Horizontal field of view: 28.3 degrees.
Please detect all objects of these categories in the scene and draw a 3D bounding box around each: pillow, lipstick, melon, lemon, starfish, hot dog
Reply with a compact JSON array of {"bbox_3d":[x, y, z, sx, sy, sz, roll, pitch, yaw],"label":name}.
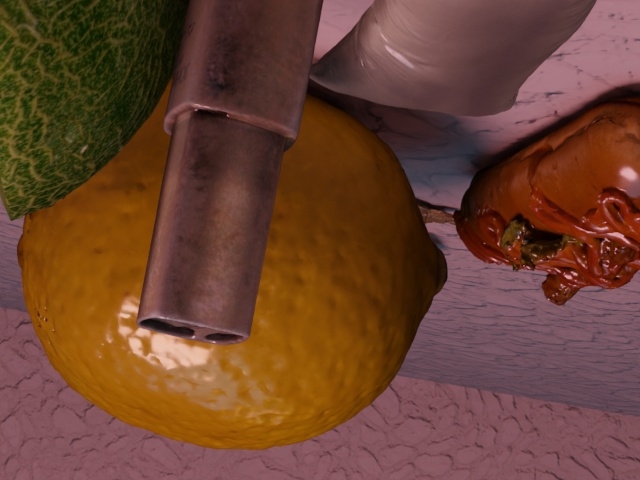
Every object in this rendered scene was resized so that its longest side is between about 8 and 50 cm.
[{"bbox_3d":[0.080,-0.133,0.719,0.144,0.078,0.254,0,165,-10],"label":"pillow"},{"bbox_3d":[-0.054,-0.068,0.752,0.077,0.253,0.079,15,165,-17],"label":"lipstick"},{"bbox_3d":[-0.161,-0.150,0.711,0.124,0.196,0.323,30,162,11],"label":"melon"},{"bbox_3d":[-0.077,0.017,1.045,0.336,0.336,0.336,10,167,2],"label":"lemon"},{"bbox_3d":[0.112,-0.028,1.318,0.092,0.016,0.086,10,170,30],"label":"starfish"},{"bbox_3d":[0.222,-0.019,1.034,0.158,0.117,0.349,15,167,-15],"label":"hot dog"}]
